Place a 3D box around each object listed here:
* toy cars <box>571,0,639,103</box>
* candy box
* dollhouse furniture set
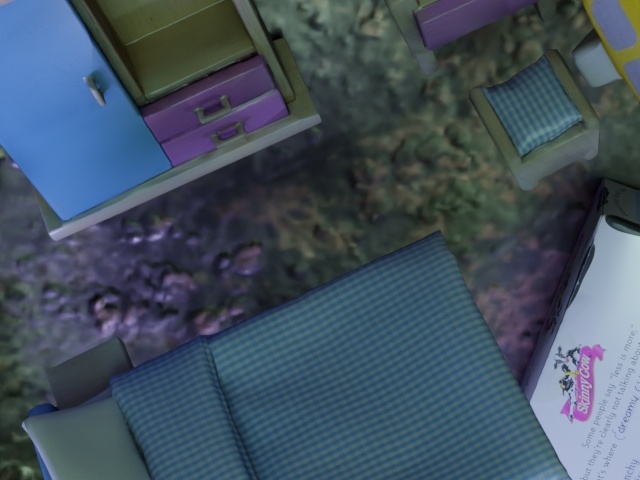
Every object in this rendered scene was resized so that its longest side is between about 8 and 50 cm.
[{"bbox_3d":[0.225,-0.067,0.793,0.394,0.176,0.087,22,149,-40],"label":"toy cars"},{"bbox_3d":[0.202,0.081,0.877,0.196,0.070,0.165,20,111,3],"label":"candy box"},{"bbox_3d":[0.000,0.000,0.677,0.286,0.303,0.198,-24,154,2],"label":"dollhouse furniture set"}]
